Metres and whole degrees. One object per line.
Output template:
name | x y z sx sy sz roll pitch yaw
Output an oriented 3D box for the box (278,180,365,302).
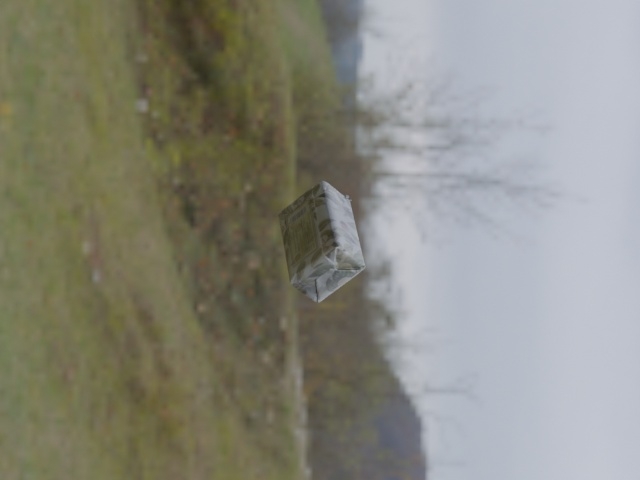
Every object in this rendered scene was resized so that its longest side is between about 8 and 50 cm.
box | 0.000 0.000 1.586 0.045 0.062 0.098 36 29 -35
